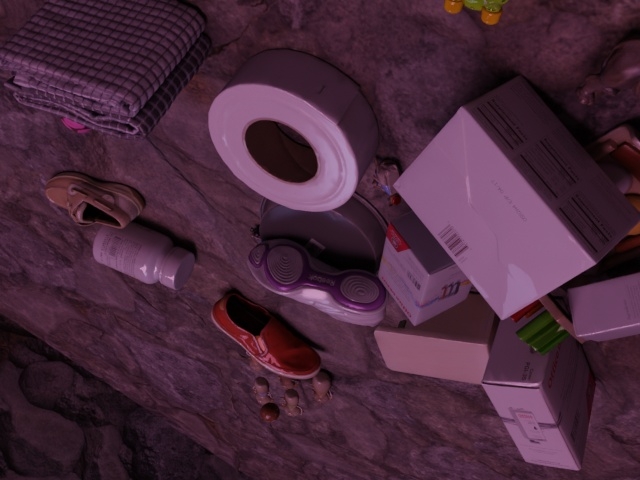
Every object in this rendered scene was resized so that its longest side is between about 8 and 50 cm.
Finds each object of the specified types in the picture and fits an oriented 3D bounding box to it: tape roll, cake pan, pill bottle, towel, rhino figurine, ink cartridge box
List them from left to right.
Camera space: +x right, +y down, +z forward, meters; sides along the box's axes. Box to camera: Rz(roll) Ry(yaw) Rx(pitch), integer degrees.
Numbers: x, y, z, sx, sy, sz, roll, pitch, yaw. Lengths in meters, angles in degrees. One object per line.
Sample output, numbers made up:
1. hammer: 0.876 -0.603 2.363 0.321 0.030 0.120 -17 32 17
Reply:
1. towel: -0.355 -0.299 1.138 0.283 0.235 0.121 18 151 17
2. pill bottle: -0.441 0.036 1.730 0.229 0.131 0.131 22 146 12
3. tape roll: -0.046 -0.182 1.181 0.286 0.100 0.286 20 145 15
4. cake pan: 0.000 0.000 1.398 0.293 0.054 0.293 16 139 14
5. ink cartridge box: 0.195 0.040 1.228 0.128 0.127 0.176 55 158 29
6. ink cartridge box: 0.430 0.275 1.327 0.117 0.207 0.283 -3 134 37
7. rhino figurine: 0.452 -0.173 0.846 0.243 0.073 0.106 26 149 3

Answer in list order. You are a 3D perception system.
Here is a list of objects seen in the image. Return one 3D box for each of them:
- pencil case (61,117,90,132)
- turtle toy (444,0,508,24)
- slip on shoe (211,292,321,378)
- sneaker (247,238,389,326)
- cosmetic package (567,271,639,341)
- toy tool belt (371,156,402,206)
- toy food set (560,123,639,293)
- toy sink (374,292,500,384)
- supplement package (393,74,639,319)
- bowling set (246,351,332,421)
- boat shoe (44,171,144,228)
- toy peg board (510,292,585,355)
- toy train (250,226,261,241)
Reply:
1. pencil case: -0.437 -0.283 1.349 0.095 0.098 0.209 -3 172 -44
2. turtle toy: 0.186 -0.330 0.842 0.130 0.066 0.095 22 146 13
3. slip on shoe: -0.138 0.252 1.810 0.331 0.123 0.101 35 142 0
4. sneaker: -0.010 0.099 1.378 0.305 0.114 0.152 22 157 17
5. cosmetic package: 0.515 0.092 1.058 0.231 0.086 0.117 -17 159 33
6. toy tool belt: 0.117 -0.106 1.214 0.051 0.052 0.083 42 158 44
7. toy food set: 0.429 -0.023 1.040 0.219 0.092 0.306 37 145 -11
8. toy sink: 0.251 0.191 1.421 0.234 0.131 0.153 3 139 26
9. supplement package: 0.272 -0.058 0.983 0.262 0.145 0.204 53 146 9
10. bowling set: -0.126 0.441 1.979 0.287 0.200 0.154 24 147 16
11. boat shoe: -0.577 -0.091 1.692 0.302 0.098 0.109 12 142 25
12. toy peg board: 0.353 0.111 1.161 0.079 0.161 0.161 -41 143 13
13. toy train: -0.084 0.009 1.525 0.158 0.027 0.036 24 158 7
